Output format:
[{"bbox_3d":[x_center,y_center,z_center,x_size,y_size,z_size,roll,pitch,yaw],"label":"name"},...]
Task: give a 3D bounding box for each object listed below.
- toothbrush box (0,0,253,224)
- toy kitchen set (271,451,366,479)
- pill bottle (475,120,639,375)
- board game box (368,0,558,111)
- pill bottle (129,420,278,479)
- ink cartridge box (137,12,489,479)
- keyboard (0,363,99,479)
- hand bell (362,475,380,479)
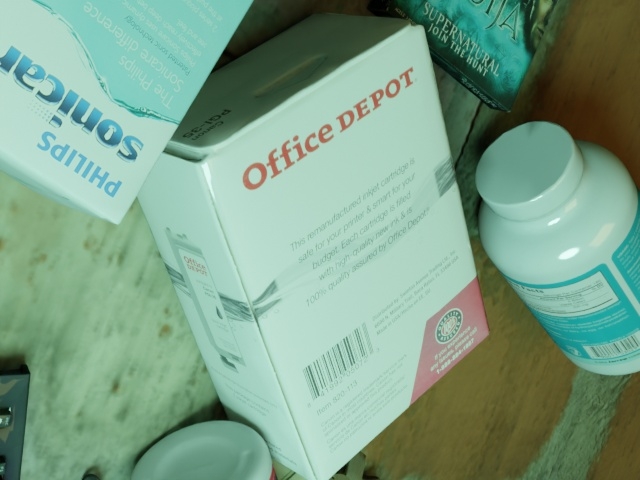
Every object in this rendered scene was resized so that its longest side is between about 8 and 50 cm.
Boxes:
[{"bbox_3d":[-0.143,-0.192,0.585,0.216,0.126,0.296,36,78,-43],"label":"toothbrush box"},{"bbox_3d":[-0.018,0.202,0.896,0.083,0.075,0.068,39,117,-10],"label":"toy kitchen set"},{"bbox_3d":[0.241,0.005,0.982,0.146,0.146,0.264,-55,132,-14],"label":"pill bottle"},{"bbox_3d":[0.129,-0.206,0.896,0.186,0.026,0.126,28,85,-43],"label":"board game box"},{"bbox_3d":[-0.069,0.238,0.801,0.108,0.108,0.180,-33,123,-30],"label":"pill bottle"},{"bbox_3d":[0.000,0.000,0.781,0.207,0.117,0.283,-36,125,-28],"label":"ink cartridge box"},{"bbox_3d":[-0.229,0.239,0.712,0.201,0.033,0.317,-1,105,-42],"label":"keyboard"},{"bbox_3d":[0.042,0.336,0.959,0.126,0.126,0.242,1,89,-42],"label":"hand bell"}]
